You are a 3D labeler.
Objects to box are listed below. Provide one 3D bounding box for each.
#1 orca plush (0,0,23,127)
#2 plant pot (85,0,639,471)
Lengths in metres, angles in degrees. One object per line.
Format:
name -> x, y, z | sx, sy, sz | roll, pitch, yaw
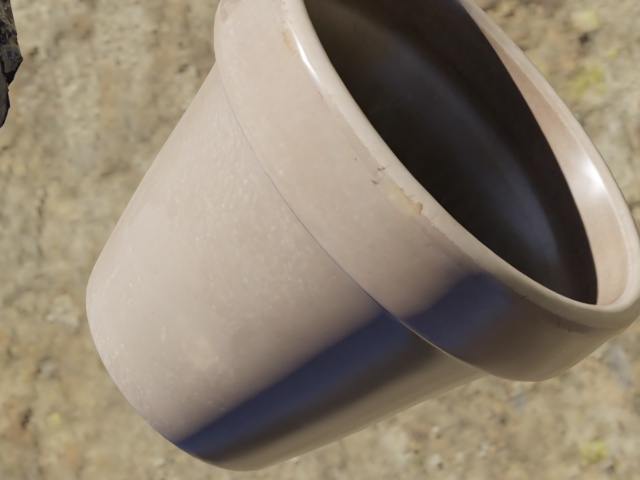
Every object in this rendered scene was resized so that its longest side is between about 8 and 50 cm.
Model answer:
orca plush -> -0.214, -0.119, 0.562 | 0.102, 0.287, 0.151 | 8, 92, 27
plant pot -> 0.000, 0.000, 0.913 | 0.229, 0.263, 0.263 | -40, 72, 25
